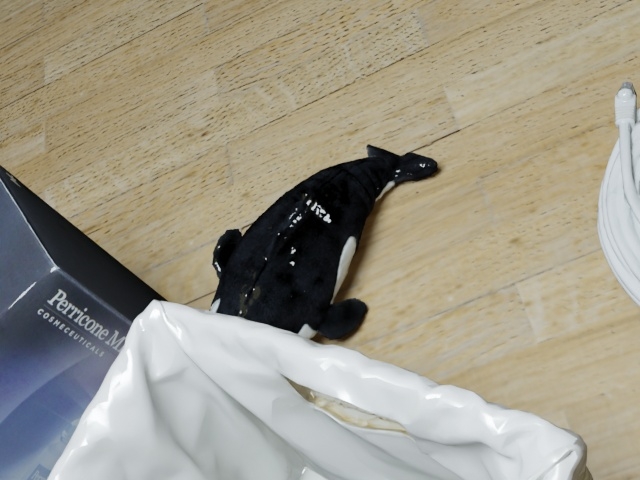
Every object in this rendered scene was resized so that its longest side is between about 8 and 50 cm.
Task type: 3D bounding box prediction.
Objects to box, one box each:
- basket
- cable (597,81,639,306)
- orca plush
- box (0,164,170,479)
[{"bbox_3d":[-0.007,0.263,0.627,0.328,0.266,0.331,13,67,34],"label":"basket"},{"bbox_3d":[0.343,-0.025,0.733,0.257,0.089,0.257,6,65,31],"label":"cable"},{"bbox_3d":[0.000,0.000,0.873,0.287,0.102,0.151,-36,72,-19],"label":"orca plush"},{"bbox_3d":[-0.270,0.142,0.829,0.294,0.296,0.183,-44,49,-2],"label":"box"}]
